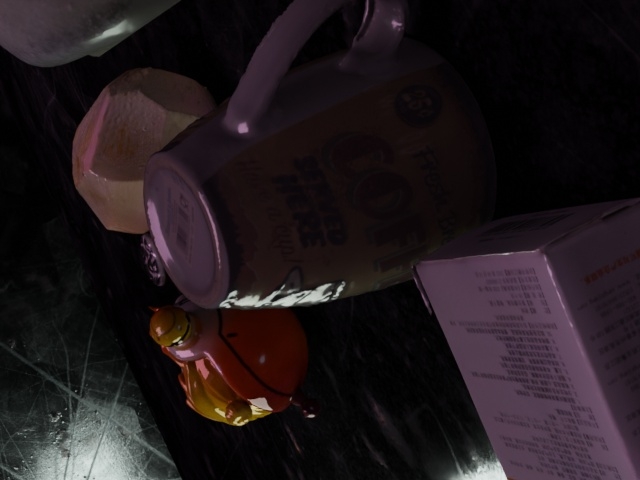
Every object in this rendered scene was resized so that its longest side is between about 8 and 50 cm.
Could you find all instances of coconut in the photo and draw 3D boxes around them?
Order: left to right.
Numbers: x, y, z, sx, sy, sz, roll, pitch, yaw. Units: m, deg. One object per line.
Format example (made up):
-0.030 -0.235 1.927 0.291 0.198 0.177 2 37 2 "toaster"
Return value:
-0.240 -0.116 1.452 0.237 0.197 0.236 -33 49 48 "coconut"

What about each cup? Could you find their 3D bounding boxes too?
-0.008 -0.076 0.885 0.227 0.257 0.301 37 136 39 "cup"

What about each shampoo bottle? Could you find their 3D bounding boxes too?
-0.283 -0.363 1.152 0.322 0.322 0.317 19 137 63 "shampoo bottle"

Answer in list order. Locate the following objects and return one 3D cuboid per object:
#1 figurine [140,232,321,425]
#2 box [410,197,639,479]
-0.129 0.126 1.517 0.323 0.196 0.320 71 -163 5 "figurine"
0.212 0.126 0.812 0.299 0.106 0.200 66 160 -6 "box"
